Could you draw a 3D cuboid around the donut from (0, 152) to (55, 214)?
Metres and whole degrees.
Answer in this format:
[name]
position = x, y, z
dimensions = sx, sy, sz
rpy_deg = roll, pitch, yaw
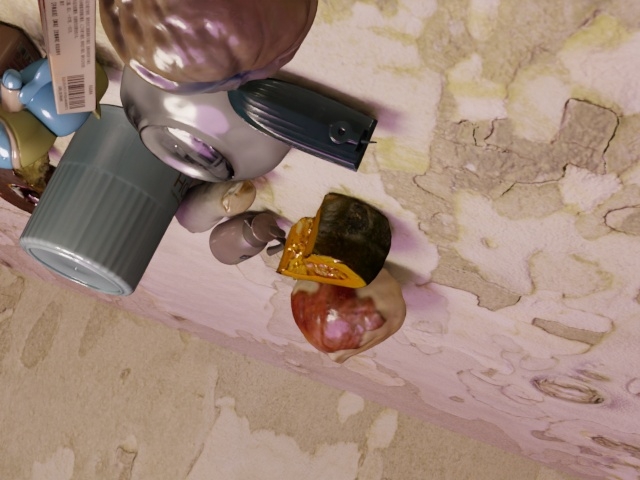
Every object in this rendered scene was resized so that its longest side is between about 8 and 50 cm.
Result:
[donut]
position = -0.704, -0.157, 1.944
dimensions = 0.259, 0.136, 0.345
rpy_deg = 11, 156, 33

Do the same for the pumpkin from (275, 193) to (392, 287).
[pumpkin]
position = 0.000, 0.001, 1.618
dimensions = 0.281, 0.139, 0.190
rpy_deg = 5, 158, 31

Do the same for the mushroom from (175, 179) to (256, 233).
[mushroom]
position = -0.225, -0.083, 1.676
dimensions = 0.097, 0.109, 0.351
rpy_deg = 46, 155, -17

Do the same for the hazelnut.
[hazelnut]
position = 0.065, 0.163, 1.821
dimensions = 0.261, 0.241, 0.261
rpy_deg = 2, 177, 0

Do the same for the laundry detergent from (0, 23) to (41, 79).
[laundry detergent]
position = -0.587, -0.250, 1.440
dimensions = 0.076, 0.237, 0.171
rpy_deg = 17, 161, 11

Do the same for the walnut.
[walnut]
position = -0.127, -0.285, 0.901
dimensions = 0.248, 0.248, 0.248
rpy_deg = 19, 159, 7

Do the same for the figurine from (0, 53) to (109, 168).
[figurine]
position = -0.482, -0.232, 1.363
dimensions = 0.154, 0.262, 0.180
rpy_deg = 27, 140, 35

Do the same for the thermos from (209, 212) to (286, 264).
[thermos]
position = -0.152, -0.006, 1.818
dimensions = 0.137, 0.105, 0.193
rpy_deg = 28, 154, -25

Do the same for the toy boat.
[toy boat]
position = -0.031, -0.189, 1.241
dimensions = 0.246, 0.092, 0.103
rpy_deg = 22, -179, 0

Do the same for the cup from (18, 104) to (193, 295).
[cup]
position = -0.448, -0.071, 1.639
dimensions = 0.257, 0.311, 0.331
rpy_deg = 37, 155, -33

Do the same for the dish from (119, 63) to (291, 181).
[dish]
position = -0.215, -0.185, 1.387
dimensions = 0.324, 0.124, 0.324
rpy_deg = 19, 159, 8

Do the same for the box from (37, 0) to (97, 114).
[box]
position = -0.333, -0.332, 1.023
dimensions = 0.069, 0.214, 0.353
rpy_deg = -9, 168, -19
